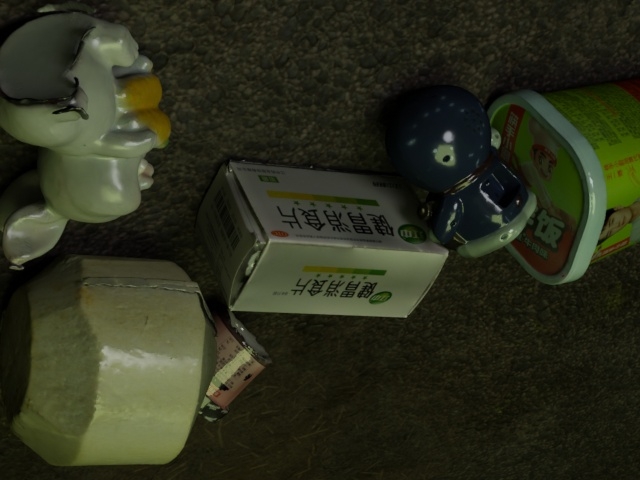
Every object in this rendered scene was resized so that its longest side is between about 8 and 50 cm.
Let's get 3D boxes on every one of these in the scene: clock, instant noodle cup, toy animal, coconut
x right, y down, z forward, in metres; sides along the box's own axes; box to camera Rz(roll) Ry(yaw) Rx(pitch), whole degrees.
[{"bbox_3d":[0.197,-0.110,1.799,0.243,0.146,0.199,53,55,-15],"label":"clock"},{"bbox_3d":[0.434,-0.112,1.909,0.308,0.294,0.294,-17,139,-25],"label":"instant noodle cup"},{"bbox_3d":[-0.302,-0.119,1.534,0.247,0.183,0.310,-15,144,-8],"label":"toy animal"},{"bbox_3d":[-0.285,0.171,1.757,0.323,0.323,0.323,-16,138,-15],"label":"coconut"}]

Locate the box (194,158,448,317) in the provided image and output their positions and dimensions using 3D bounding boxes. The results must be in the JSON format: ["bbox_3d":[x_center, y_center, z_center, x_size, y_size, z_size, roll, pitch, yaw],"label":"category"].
[{"bbox_3d":[-0.002,0.000,1.823,0.333,0.173,0.145,4,130,-33],"label":"box"}]

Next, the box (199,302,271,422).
[{"bbox_3d":[-0.162,0.184,1.952,0.135,0.151,0.151,-41,139,3],"label":"box"}]
